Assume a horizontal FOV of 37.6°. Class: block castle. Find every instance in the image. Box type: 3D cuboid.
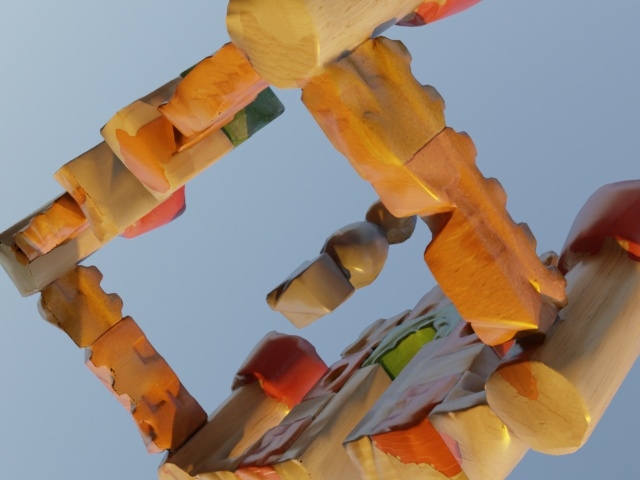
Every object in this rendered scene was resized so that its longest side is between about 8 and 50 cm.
[{"bbox_3d":[0.000,0.000,0.632,0.303,0.213,0.453,54,-40,-7],"label":"block castle"}]
